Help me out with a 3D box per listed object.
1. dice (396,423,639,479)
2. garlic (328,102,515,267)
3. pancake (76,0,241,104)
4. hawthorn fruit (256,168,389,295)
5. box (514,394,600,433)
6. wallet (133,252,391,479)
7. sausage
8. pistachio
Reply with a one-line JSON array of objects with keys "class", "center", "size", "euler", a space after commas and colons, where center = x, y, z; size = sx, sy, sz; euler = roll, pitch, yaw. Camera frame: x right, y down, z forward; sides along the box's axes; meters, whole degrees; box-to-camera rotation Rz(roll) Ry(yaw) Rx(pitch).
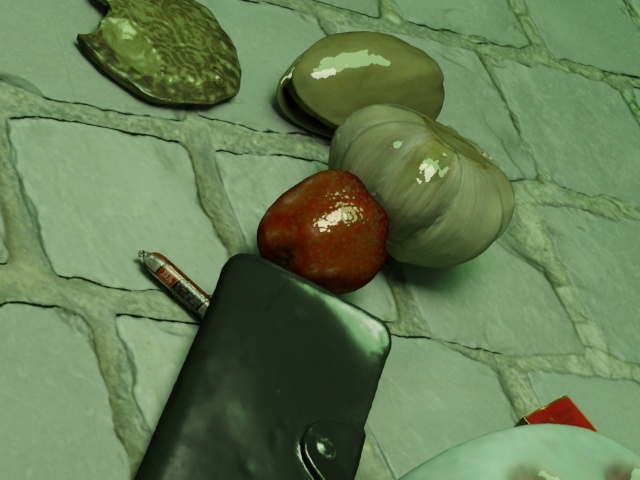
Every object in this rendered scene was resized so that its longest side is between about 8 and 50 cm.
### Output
[{"class": "dice", "center": [0.180, 0.332, 1.476], "size": [0.262, 0.264, 0.268], "euler": [2, 47, -37]}, {"class": "garlic", "center": [0.104, -0.059, 1.947], "size": [0.228, 0.152, 0.228], "euler": [29, 12, -7]}, {"class": "pancake", "center": [-0.186, -0.236, 2.018], "size": [0.212, 0.029, 0.235], "euler": [25, 38, -16]}, {"class": "hawthorn fruit", "center": [0.000, 0.000, 1.828], "size": [0.138, 0.133, 0.133], "euler": [-22, 64, -32]}, {"class": "box", "center": [0.279, 0.233, 1.871], "size": [0.090, 0.023, 0.133], "euler": [-17, 60, -45]}, {"class": "wallet", "center": [-0.053, 0.180, 1.621], "size": [0.197, 0.051, 0.377], "euler": [29, 44, -8]}, {"class": "sausage", "center": [-0.110, 0.075, 1.734], "size": [0.198, 0.025, 0.028], "euler": [41, 68, 9]}, {"class": "pistachio", "center": [0.051, -0.184, 2.077], "size": [0.226, 0.136, 0.136], "euler": [-2, 50, -32]}]
